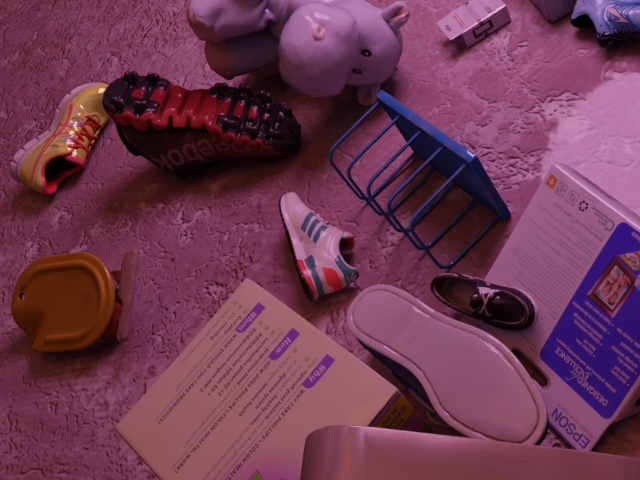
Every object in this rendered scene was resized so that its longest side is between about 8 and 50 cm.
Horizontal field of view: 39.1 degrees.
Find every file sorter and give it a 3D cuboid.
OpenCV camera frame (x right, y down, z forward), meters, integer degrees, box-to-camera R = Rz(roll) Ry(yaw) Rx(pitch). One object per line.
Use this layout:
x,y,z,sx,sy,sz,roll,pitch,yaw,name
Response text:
0.106,-0.067,1.019,0.104,0.118,0.170,-44,48,-1,file sorter

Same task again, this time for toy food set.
-0.305,0.083,1.187,0.217,0.071,0.128,-6,79,29,toy food set
0.124,0.280,0.732,0.305,0.092,0.220,5,62,5,toy food set

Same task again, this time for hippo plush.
-0.009,-0.267,1.210,0.294,0.234,0.237,-17,57,-39,hippo plush

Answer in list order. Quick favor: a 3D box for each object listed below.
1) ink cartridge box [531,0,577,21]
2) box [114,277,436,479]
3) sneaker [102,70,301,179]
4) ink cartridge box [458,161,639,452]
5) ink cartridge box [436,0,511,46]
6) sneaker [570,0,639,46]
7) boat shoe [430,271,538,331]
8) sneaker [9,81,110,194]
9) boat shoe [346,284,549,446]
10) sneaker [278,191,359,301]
0.333,-0.376,1.141,0.175,0.072,0.127,-30,49,7,ink cartridge box
-0.048,0.195,0.918,0.213,0.117,0.243,-49,48,-10,box
-0.159,-0.148,1.245,0.275,0.135,0.098,9,47,8,sneaker
0.248,0.063,0.868,0.206,0.045,0.208,48,118,43,ink cartridge box
0.200,-0.288,1.183,0.083,0.028,0.048,-31,48,6,ink cartridge box
0.362,-0.252,1.058,0.073,0.063,0.162,-57,44,7,sneaker
0.162,0.060,0.906,0.125,0.038,0.046,27,106,50,boat shoe
-0.378,-0.151,1.390,0.094,0.081,0.208,38,87,35,sneaker
0.126,0.131,0.891,0.254,0.079,0.095,28,77,43,boat shoe
0.000,0.000,1.082,0.075,0.057,0.161,-16,48,-3,sneaker
